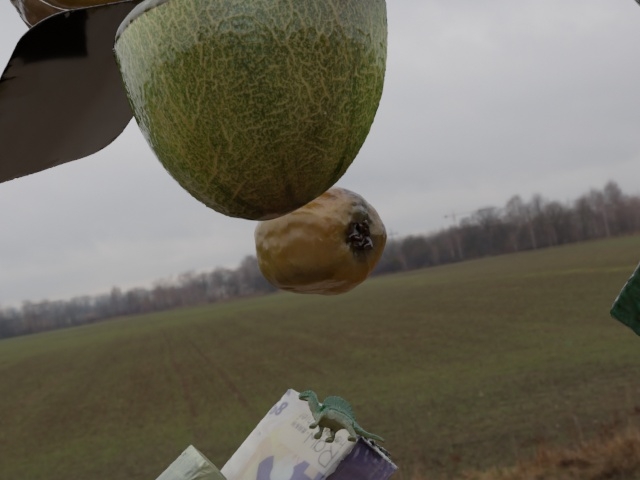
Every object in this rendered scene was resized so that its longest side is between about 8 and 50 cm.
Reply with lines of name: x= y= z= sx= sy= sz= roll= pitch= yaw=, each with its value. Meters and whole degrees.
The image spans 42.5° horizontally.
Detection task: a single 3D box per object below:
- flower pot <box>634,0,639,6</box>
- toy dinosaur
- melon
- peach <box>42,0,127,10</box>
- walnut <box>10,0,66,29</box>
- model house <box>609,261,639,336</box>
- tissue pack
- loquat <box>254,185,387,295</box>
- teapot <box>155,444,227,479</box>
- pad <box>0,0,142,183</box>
flower pot: x=0.534 y=-0.401 z=1.171 sx=0.189 sy=0.157 sz=0.243 roll=0 pitch=15 yaw=46
toy dinosaur: x=0.028 y=0.223 z=1.029 sx=0.120 sy=0.060 sz=0.029 roll=16 pitch=-41 yaw=-6
melon: x=-0.040 y=-0.074 z=0.436 sx=0.160 sy=0.128 sz=0.079 roll=-13 pitch=0 yaw=16
peach: x=-0.275 y=-0.385 z=1.005 sx=0.251 sy=0.153 sz=0.251 roll=-25 pitch=-10 yaw=-5
walnut: x=-0.449 y=-0.469 z=1.496 sx=0.227 sy=0.273 sz=0.273 roll=-39 pitch=1 yaw=-8
model house: x=0.559 y=0.097 z=0.921 sx=0.342 sy=0.382 sz=0.334 roll=-51 pitch=-24 yaw=0
tissue pack: x=-0.069 y=0.402 z=1.225 sx=0.343 sy=0.125 sz=0.242 roll=-51 pitch=26 yaw=-13
loquat: x=0.000 y=0.000 z=1.282 sx=0.187 sy=0.175 sz=0.234 roll=-9 pitch=-8 yaw=-38
teapot: x=-0.227 y=0.404 z=1.198 sx=0.200 sy=0.077 sz=0.107 roll=-44 pitch=26 yaw=-11
pad: x=-0.203 y=-0.119 z=0.691 sx=0.181 sy=0.004 sz=0.267 roll=-28 pitch=-6 yaw=-43
